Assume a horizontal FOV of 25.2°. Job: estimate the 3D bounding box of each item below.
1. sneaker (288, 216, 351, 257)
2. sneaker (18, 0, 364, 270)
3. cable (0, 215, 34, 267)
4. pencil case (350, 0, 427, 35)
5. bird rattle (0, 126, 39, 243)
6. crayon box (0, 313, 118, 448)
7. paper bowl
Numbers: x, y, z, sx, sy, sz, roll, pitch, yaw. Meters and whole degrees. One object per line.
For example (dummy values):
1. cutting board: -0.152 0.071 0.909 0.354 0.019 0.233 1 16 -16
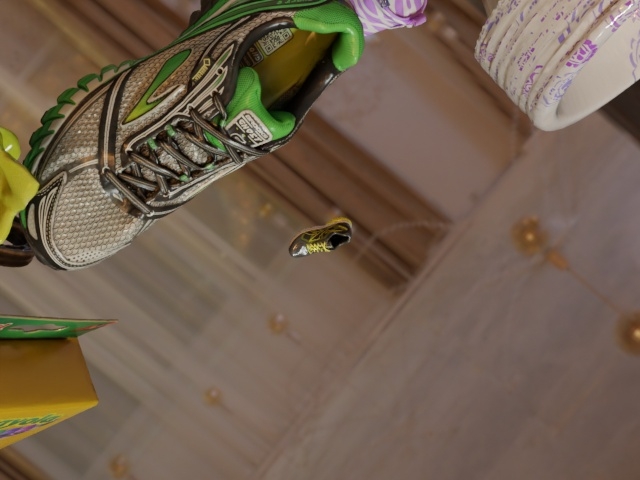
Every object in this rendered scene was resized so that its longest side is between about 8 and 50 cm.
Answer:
1. sneaker: 0.000 0.000 1.715 0.083 0.031 0.035 -27 -147 7
2. sneaker: -0.111 -0.103 1.188 0.343 0.134 0.146 -44 -147 -2
3. cable: -0.383 -0.023 1.374 0.072 0.287 0.139 -59 -141 21
4. pencil case: 0.043 -0.274 1.703 0.086 0.088 0.206 -40 -163 -32
5. bird rattle: -0.333 -0.092 1.073 0.207 0.253 0.143 -39 -163 -25
6. crayon box: -0.362 0.163 1.374 0.318 0.081 0.202 -26 166 23
7. paper bowl: 0.248 -0.237 1.216 0.284 0.148 0.284 -38 168 -10
